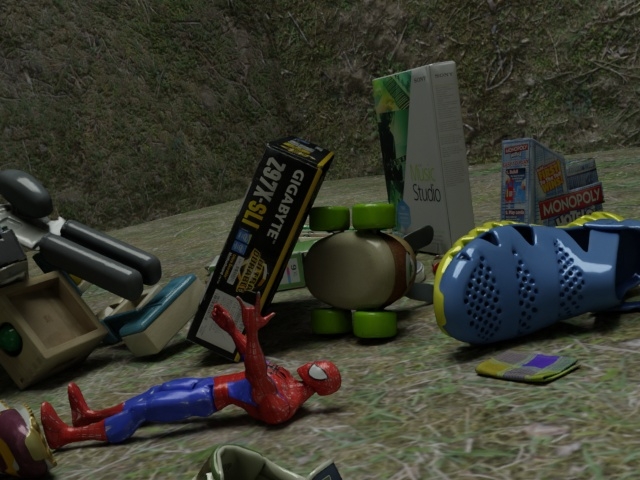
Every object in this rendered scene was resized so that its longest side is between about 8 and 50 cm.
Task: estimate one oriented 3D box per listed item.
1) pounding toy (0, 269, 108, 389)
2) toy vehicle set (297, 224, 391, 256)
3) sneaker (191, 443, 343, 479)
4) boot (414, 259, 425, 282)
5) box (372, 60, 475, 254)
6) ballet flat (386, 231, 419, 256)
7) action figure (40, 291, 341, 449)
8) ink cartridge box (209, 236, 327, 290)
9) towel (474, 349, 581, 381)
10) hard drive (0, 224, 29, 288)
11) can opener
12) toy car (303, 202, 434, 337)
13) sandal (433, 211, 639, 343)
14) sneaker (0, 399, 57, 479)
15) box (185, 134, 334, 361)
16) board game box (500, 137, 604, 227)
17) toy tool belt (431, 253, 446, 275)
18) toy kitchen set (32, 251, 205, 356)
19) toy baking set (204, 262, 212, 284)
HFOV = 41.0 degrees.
[{"bbox_3d":[-0.379,0.117,1.091,0.100,0.130,0.141,-47,-12,29],"label":"pounding toy"},{"bbox_3d":[0.000,0.000,1.604,0.267,0.035,0.166,1,8,2],"label":"toy vehicle set"},{"bbox_3d":[-0.055,0.161,0.516,0.192,0.086,0.064,-5,10,35],"label":"sneaker"},{"bbox_3d":[0.104,0.029,1.257,0.069,0.086,0.190,-7,9,22],"label":"boot"},{"bbox_3d":[0.179,-0.140,1.511,0.059,0.322,0.232,-9,7,-20],"label":"box"},{"bbox_3d":[0.086,0.026,1.402,0.188,0.070,0.070,-19,12,-33],"label":"ballet flat"},{"bbox_3d":[-0.123,0.113,0.802,0.280,0.139,0.091,-6,10,10],"label":"action figure"},{"bbox_3d":[-0.077,0.046,1.447,0.209,0.062,0.109,-10,8,1],"label":"ink cartridge box"},{"bbox_3d":[0.191,0.117,0.800,0.060,0.009,0.083,-15,9,-35],"label":"towel"},{"bbox_3d":[-0.504,0.093,1.132,0.237,0.064,0.339,-28,-6,-24],"label":"hard drive"},{"bbox_3d":[-0.338,-0.006,1.138,0.280,0.093,0.074,25,44,21],"label":"can opener"},{"bbox_3d":[0.088,0.035,1.074,0.188,0.155,0.149,0,-1,-42],"label":"toy car"},{"bbox_3d":[0.263,0.035,0.915,0.317,0.126,0.138,-16,14,-26],"label":"sandal"},{"bbox_3d":[-0.299,0.187,0.758,0.084,0.069,0.185,-26,10,-34],"label":"sneaker"},{"bbox_3d":[-0.069,-0.007,1.146,0.079,0.257,0.322,22,9,0],"label":"box"},{"bbox_3d":[0.314,-0.049,1.154,0.194,0.194,0.060,-15,9,-31],"label":"board game box"},{"bbox_3d":[0.193,0.045,1.207,0.083,0.052,0.051,-8,-24,-11],"label":"toy tool belt"},{"bbox_3d":[-0.290,0.066,1.161,0.207,0.166,0.122,-17,23,41],"label":"toy kitchen set"},{"bbox_3d":[-0.128,0.042,1.658,0.197,0.030,0.256,-11,8,-5],"label":"toy baking set"}]
